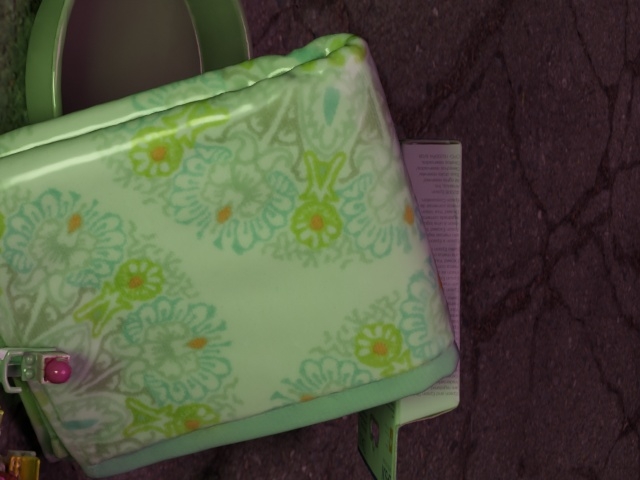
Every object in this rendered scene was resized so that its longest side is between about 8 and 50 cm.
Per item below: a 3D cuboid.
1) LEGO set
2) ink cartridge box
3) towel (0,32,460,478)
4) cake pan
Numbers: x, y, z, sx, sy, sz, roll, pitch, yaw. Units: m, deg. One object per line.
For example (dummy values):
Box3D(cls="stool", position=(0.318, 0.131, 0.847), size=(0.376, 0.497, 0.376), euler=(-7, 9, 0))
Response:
Box3D(cls="LEGO set", position=(-0.249, 0.229, 1.401), size=(0.132, 0.107, 0.287), euler=(-7, 99, -17))
Box3D(cls="ink cartridge box", position=(0.085, 0.067, 1.727), size=(0.324, 0.071, 0.330), euler=(-146, -125, -85))
Box3D(cls="towel", position=(-0.098, 0.026, 1.466), size=(0.090, 0.374, 0.321), euler=(-100, 172, -58))
Box3D(cls="cake pan", position=(-0.162, -0.143, 1.601), size=(0.293, 0.054, 0.293), euler=(-11, 103, -56))
